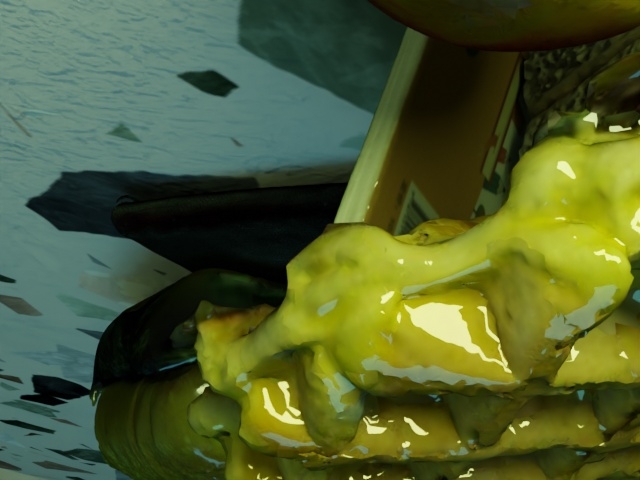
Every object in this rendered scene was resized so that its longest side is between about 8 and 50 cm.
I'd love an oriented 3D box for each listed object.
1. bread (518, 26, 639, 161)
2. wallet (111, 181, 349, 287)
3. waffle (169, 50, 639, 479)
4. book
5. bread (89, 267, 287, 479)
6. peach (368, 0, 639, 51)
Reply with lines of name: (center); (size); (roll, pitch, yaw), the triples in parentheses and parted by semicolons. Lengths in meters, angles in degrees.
bread: (0.241, -0.094, 0.460); (0.183, 0.102, 0.337); (18, 156, -16)
wallet: (0.000, 0.000, 0.835); (0.318, 0.045, 0.172); (-2, 155, 32)
waffle: (0.150, 0.059, 0.470); (0.382, 0.095, 0.380); (-30, 146, 27)
book: (0.097, -0.005, 0.589); (0.020, 0.208, 0.295); (9, 159, 32)
bread: (-0.089, 0.154, 0.998); (0.251, 0.208, 0.376); (12, 161, -23)
peach: (0.072, -0.165, 0.353); (0.190, 0.192, 0.190); (-21, 144, -16)
